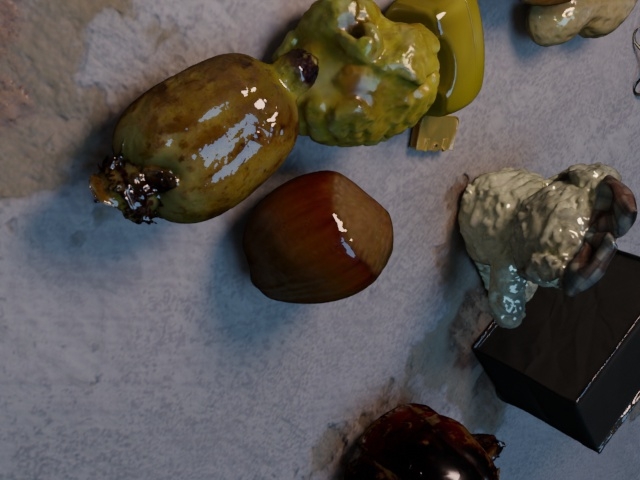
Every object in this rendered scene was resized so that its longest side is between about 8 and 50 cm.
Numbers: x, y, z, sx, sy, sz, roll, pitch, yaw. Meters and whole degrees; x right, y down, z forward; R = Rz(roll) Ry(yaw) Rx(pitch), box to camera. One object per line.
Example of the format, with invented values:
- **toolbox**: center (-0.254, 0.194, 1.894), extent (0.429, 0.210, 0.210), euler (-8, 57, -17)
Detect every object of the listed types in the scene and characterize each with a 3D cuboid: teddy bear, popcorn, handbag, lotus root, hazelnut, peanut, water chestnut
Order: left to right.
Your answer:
- **lotus root**: center (-0.129, -0.125, 1.012), extent (0.314, 0.141, 0.169), euler (-34, 105, -10)
- **hazelnut**: center (0.003, 0.008, 1.178), extent (0.210, 0.186, 0.210), euler (-37, 136, -46)
- **popcorn**: center (0.046, -0.231, 1.127), extent (0.226, 0.203, 0.200), euler (-23, 167, 19)
- **water chestnut**: center (0.189, 0.422, 1.465), extent (0.244, 0.289, 0.289), euler (14, 100, -50)
- **handbag**: center (0.181, -0.173, 1.357), extent (0.083, 0.027, 0.061), euler (-7, 114, -37)
- **teddy bear**: center (0.413, 0.019, 1.416), extent (0.327, 0.362, 0.375), euler (-54, 132, -7)
- **peanut**: center (0.443, -0.396, 1.431), extent (0.263, 0.101, 0.117), euler (-21, 102, -33)

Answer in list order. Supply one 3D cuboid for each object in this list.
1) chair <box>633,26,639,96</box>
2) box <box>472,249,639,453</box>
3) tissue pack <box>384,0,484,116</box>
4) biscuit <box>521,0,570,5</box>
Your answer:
- **chair**: center (0.780, -0.414, 1.698), extent (0.326, 0.170, 0.159), euler (-7, 129, 10)
- **box**: center (0.519, 0.189, 1.660), extent (0.345, 0.251, 0.204), euler (-49, 133, -13)
- **tissue pack**: center (0.173, -0.279, 1.232), extent (0.127, 0.123, 0.178), euler (-35, 129, -32)
- **biscuit**: center (0.320, -0.537, 1.188), extent (0.394, 0.070, 0.350), euler (30, 102, -28)
